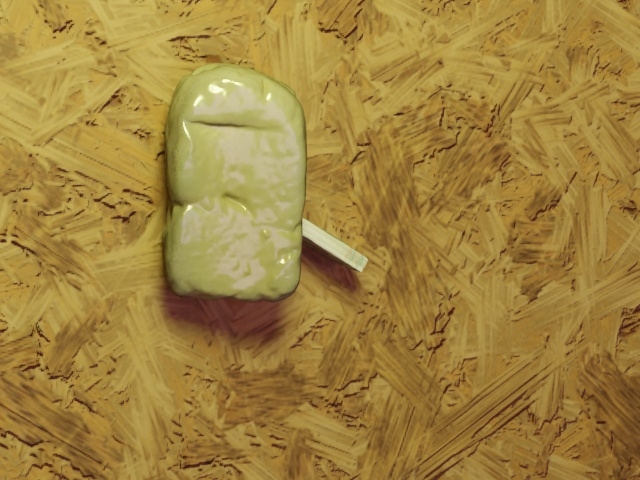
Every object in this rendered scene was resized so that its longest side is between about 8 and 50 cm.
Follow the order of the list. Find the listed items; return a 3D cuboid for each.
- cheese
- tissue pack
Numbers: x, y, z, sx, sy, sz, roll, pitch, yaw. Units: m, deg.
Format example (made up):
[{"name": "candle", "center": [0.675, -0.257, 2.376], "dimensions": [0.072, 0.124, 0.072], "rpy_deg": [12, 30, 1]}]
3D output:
[{"name": "cheese", "center": [-0.097, -0.062, 2.080], "dimensions": [0.159, 0.093, 0.262], "rpy_deg": [1, 103, -18]}, {"name": "tissue pack", "center": [0.000, 0.000, 2.174], "dimensions": [0.108, 0.056, 0.023], "rpy_deg": [32, 83, -31]}]
